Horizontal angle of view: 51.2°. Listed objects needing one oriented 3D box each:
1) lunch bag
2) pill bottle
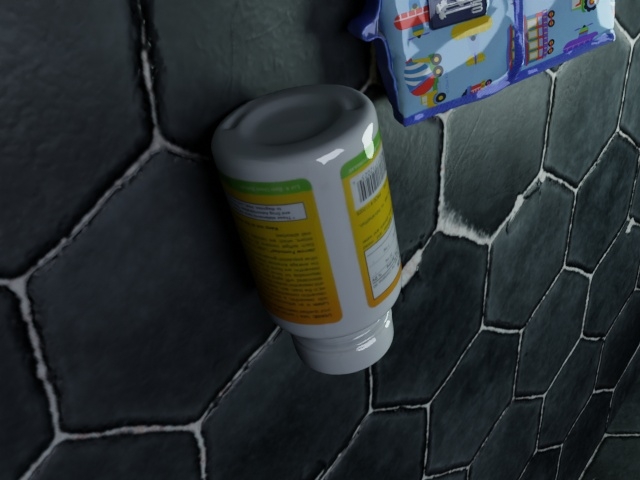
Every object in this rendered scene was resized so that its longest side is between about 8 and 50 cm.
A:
[{"bbox_3d":[0.147,-0.265,0.663,0.293,0.138,0.221,-29,128,-19],"label":"lunch bag"},{"bbox_3d":[0.000,0.000,0.598,0.136,0.136,0.246,-37,132,-29],"label":"pill bottle"}]
